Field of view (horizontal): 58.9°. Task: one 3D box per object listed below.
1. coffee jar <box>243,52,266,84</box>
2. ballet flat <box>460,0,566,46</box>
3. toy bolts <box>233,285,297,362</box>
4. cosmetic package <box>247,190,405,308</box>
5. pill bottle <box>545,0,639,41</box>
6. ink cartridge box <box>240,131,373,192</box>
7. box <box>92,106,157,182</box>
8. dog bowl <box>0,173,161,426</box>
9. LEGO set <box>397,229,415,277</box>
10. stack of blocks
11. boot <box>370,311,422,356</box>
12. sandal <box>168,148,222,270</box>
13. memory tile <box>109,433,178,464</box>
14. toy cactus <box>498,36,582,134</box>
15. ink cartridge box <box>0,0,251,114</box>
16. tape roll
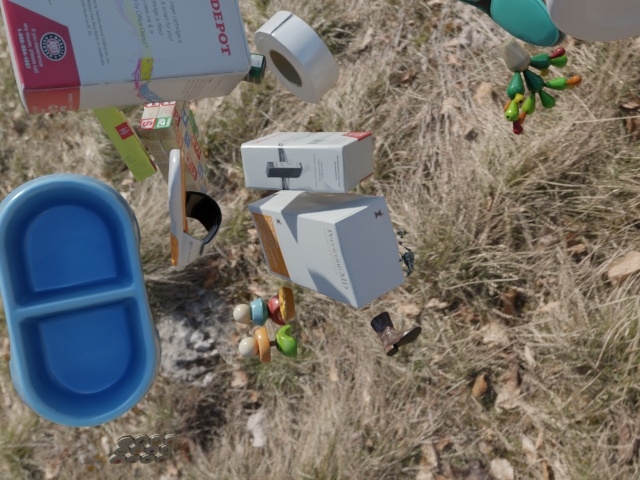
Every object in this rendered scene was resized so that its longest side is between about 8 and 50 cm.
[{"bbox_3d":[-0.260,-0.533,1.715,0.184,0.096,0.079,12,84,-3],"label":"coffee jar"},{"bbox_3d":[0.260,-0.361,0.804,0.247,0.087,0.083,41,155,27],"label":"ballet flat"},{"bbox_3d":[-0.170,0.222,1.656,0.228,0.158,0.218,-127,34,-64],"label":"toy bolts"},{"bbox_3d":[0.000,0.000,1.495,0.453,0.161,0.230,13,124,57],"label":"cosmetic package"},{"bbox_3d":[0.216,-0.273,0.422,0.121,0.121,0.216,-19,66,40],"label":"pill bottle"},{"bbox_3d":[-0.029,-0.198,1.395,0.272,0.197,0.114,6,111,24],"label":"ink cartridge box"},{"bbox_3d":[-0.496,-0.263,1.426,0.232,0.058,0.087,63,173,-17],"label":"box"},{"bbox_3d":[-0.270,0.066,0.632,0.074,0.166,0.297,170,89,-67],"label":"dog bowl"},{"bbox_3d":[0.151,0.022,0.968,0.023,0.054,0.083,-5,113,27],"label":"LEGO set"},{"bbox_3d":[-0.403,-0.267,1.609,0.087,0.297,0.171,-4,53,7],"label":"stack of blocks"},{"bbox_3d":[0.173,0.199,1.322,0.106,0.037,0.114,-39,37,12],"label":"boot"},{"bbox_3d":[-0.185,-0.034,0.846,0.265,0.076,0.102,112,156,-60],"label":"sandal"},{"bbox_3d":[-0.430,0.511,1.382,0.113,0.148,0.012,-61,35,27],"label":"memory tile"},{"bbox_3d":[0.448,-0.350,1.207,0.180,0.219,0.112,47,174,-15],"label":"toy cactus"},{"bbox_3d":[-0.279,-0.314,0.805,0.131,0.306,0.226,-11,91,64],"label":"ink cartridge box"},{"bbox_3d":[-0.076,-0.569,1.771,0.100,0.286,0.286,-45,62,-8],"label":"tape roll"}]
